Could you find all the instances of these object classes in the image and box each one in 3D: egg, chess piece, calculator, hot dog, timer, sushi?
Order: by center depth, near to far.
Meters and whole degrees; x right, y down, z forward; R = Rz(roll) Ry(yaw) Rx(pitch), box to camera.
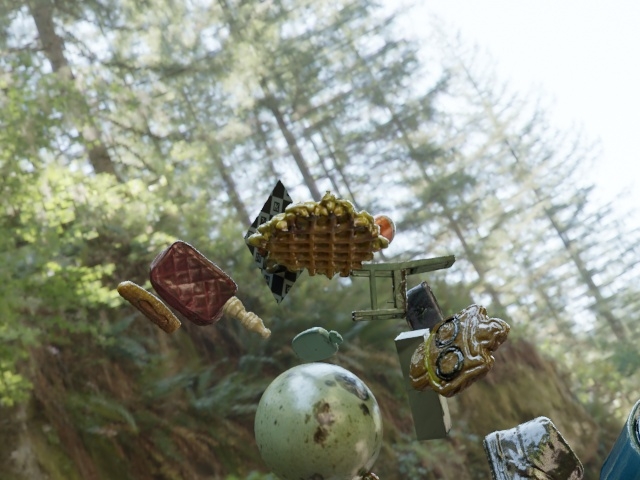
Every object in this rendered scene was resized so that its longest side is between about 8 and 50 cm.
[{"bbox_3d":[-0.122,0.136,1.546,0.035,0.092,0.035,-44,-23,-24],"label":"chess piece"},{"bbox_3d":[-0.292,0.115,1.562,0.044,0.028,0.137,-31,-58,18],"label":"hot dog"},{"bbox_3d":[-0.001,0.418,2.035,0.288,0.287,0.379,-17,-3,-19],"label":"egg"},{"bbox_3d":[-0.119,0.005,2.235,0.047,0.231,0.219,0,-43,-39],"label":"sushi"},{"bbox_3d":[-0.009,0.268,2.345,0.153,0.095,0.021,-23,23,37],"label":"calculator"},{"bbox_3d":[0.146,-0.015,2.621,0.136,0.099,0.136,-29,-27,-17],"label":"timer"}]

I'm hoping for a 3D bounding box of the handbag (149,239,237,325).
[{"bbox_3d":[-0.325,0.110,2.306,0.146,0.225,0.135,-52,4,-16],"label":"handbag"}]

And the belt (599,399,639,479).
[{"bbox_3d":[0.699,0.440,1.702,0.436,0.300,0.173,-28,-40,-57],"label":"belt"}]

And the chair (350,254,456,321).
[{"bbox_3d":[0.210,0.127,2.312,0.271,0.147,0.136,-4,-10,1],"label":"chair"}]

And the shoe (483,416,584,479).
[{"bbox_3d":[0.596,0.654,2.455,0.237,0.384,0.171,-25,-55,12],"label":"shoe"}]

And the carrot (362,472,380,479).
[{"bbox_3d":[0.120,0.529,1.967,0.035,0.035,0.142,-28,-33,9],"label":"carrot"}]

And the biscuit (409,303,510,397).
[{"bbox_3d":[0.312,0.255,2.089,0.041,0.208,0.290,32,-49,-29],"label":"biscuit"}]

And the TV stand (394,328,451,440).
[{"bbox_3d":[0.265,0.368,2.327,0.083,0.269,0.088,-13,4,20],"label":"TV stand"}]

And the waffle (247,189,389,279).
[{"bbox_3d":[0.000,0.000,1.748,0.238,0.058,0.243,24,-39,-36],"label":"waffle"}]

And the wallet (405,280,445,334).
[{"bbox_3d":[0.306,0.216,2.713,0.111,0.165,0.030,-33,-23,22],"label":"wallet"}]
